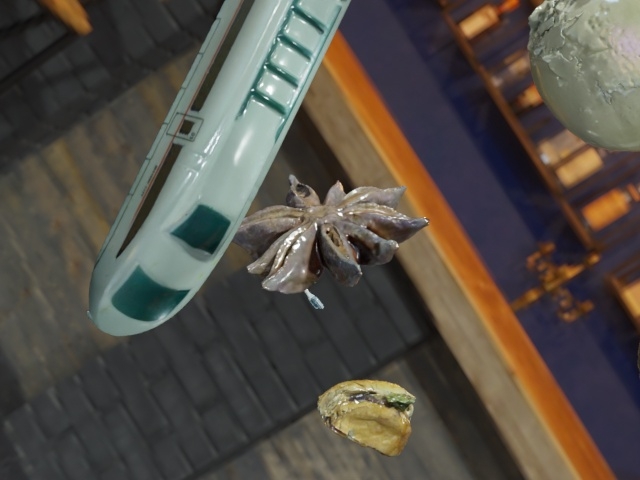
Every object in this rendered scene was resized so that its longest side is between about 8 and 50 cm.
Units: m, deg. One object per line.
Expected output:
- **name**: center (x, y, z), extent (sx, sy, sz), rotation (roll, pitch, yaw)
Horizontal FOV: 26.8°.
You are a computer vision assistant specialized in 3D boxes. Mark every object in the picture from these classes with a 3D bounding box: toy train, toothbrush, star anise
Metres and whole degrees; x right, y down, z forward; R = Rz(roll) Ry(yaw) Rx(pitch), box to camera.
- **toy train**: center (-0.076, -0.095, 1.146), extent (0.086, 0.407, 0.088), rotation (29, -6, -38)
- **toothbrush**: center (-0.033, 0.026, 1.372), extent (0.013, 0.011, 0.131), rotation (13, -34, 50)
- **star anise**: center (0.000, 0.000, 1.240), extent (0.182, 0.195, 0.065), rotation (-58, 148, -54)

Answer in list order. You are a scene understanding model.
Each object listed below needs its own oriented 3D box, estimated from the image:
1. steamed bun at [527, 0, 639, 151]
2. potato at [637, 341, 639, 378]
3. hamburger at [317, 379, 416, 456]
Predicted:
- **steamed bun**: center (0.506, -0.307, 2.170), extent (0.312, 0.334, 0.233), rotation (55, 23, 18)
- **potato**: center (0.270, 0.113, 0.783), extent (0.154, 0.137, 0.200), rotation (92, -26, -52)
- **hamburger**: center (0.083, 0.240, 1.955), extent (0.176, 0.102, 0.087), rotation (31, 21, -36)
